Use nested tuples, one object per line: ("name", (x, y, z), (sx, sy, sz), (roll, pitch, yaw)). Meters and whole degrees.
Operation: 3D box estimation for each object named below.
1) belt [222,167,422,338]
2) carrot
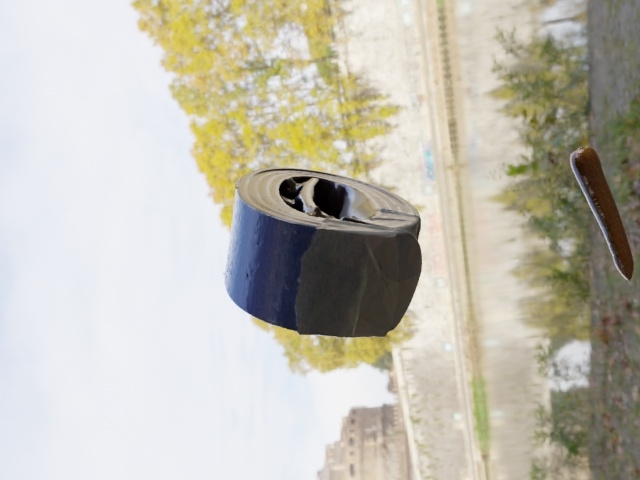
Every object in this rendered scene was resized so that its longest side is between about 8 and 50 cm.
("belt", (0.000, 0.000, 0.846), (0.347, 0.212, 0.117), (-102, 22, -76))
("carrot", (0.383, -0.037, 0.982), (0.037, 0.037, 0.190), (17, -128, -80))
